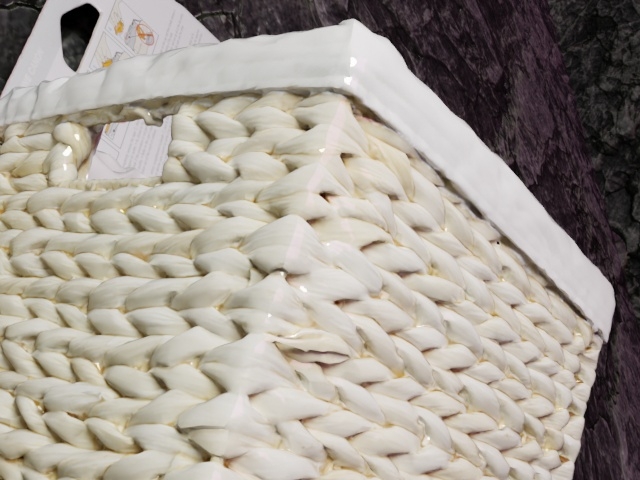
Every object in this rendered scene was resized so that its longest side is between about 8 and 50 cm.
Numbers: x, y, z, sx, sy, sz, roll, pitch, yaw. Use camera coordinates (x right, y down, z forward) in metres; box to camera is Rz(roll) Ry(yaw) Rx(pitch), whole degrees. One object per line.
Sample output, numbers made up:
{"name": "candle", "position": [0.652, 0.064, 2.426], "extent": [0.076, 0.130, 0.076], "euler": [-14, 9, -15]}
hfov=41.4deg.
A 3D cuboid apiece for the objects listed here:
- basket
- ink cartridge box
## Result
{"name": "basket", "position": [-0.039, 0.080, 0.538], "extent": [0.331, 0.328, 0.266], "euler": [34, 66, -44]}
{"name": "ink cartridge box", "position": [-0.168, -0.117, 0.762], "extent": [0.239, 0.060, 0.275], "euler": [40, 41, -35]}
